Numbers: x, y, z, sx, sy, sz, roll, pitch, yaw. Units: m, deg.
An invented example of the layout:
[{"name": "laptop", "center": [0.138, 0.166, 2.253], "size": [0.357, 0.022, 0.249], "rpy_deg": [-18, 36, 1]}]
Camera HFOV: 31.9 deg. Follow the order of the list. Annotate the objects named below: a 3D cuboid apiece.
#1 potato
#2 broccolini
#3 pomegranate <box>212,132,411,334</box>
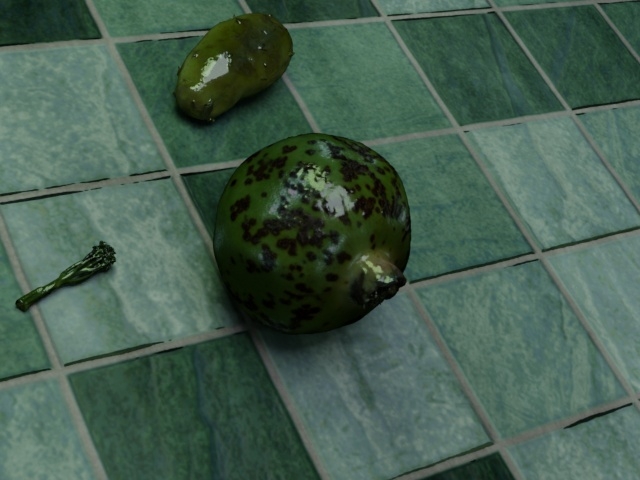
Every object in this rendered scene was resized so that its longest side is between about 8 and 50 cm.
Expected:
[{"name": "potato", "center": [-0.126, -0.252, 1.609], "size": [0.117, 0.090, 0.225], "rpy_deg": [43, 55, 3]}, {"name": "broccolini", "center": [-0.301, 0.041, 1.327], "size": [0.030, 0.035, 0.140], "rpy_deg": [43, 50, 17]}, {"name": "pomegranate", "center": [0.000, 0.000, 1.359], "size": [0.254, 0.254, 0.270], "rpy_deg": [-12, 40, -32]}]
